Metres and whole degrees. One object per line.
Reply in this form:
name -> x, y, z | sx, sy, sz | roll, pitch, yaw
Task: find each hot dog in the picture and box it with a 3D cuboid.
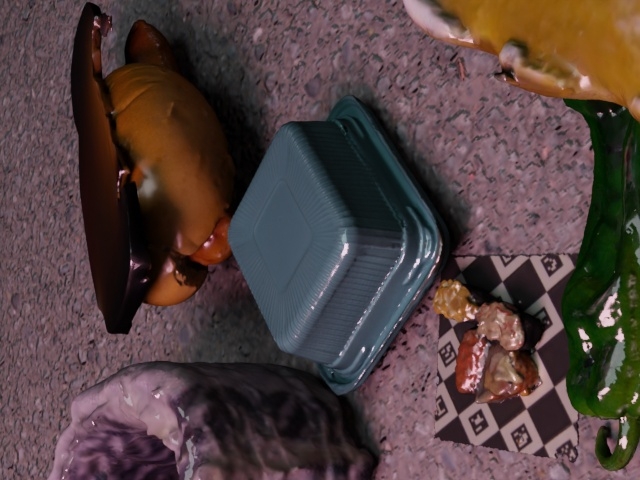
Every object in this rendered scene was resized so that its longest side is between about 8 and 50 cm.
hot dog -> -0.128, -0.073, 1.021 | 0.194, 0.107, 0.326 | 118, 147, -53

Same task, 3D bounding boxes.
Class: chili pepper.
chili pepper -> 0.169, -0.003, 0.699 | 0.100, 0.074, 0.257 | -13, 71, 52

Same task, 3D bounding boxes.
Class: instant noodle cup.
instant noodle cup -> 0.000, 0.000, 0.887 | 0.157, 0.070, 0.179 | -59, 41, 30

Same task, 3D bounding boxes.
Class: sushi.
sushi -> 0.107, 0.071, 0.793 | 0.120, 0.026, 0.126 | -3, 84, 49

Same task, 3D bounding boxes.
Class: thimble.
thimble -> -0.090, 0.198, 0.915 | 0.245, 0.157, 0.217 | -46, 53, 36

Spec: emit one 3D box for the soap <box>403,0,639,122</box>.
soap -> 0.214, -0.069, 0.485 | 0.259, 0.281, 0.143 | 27, 104, 49
